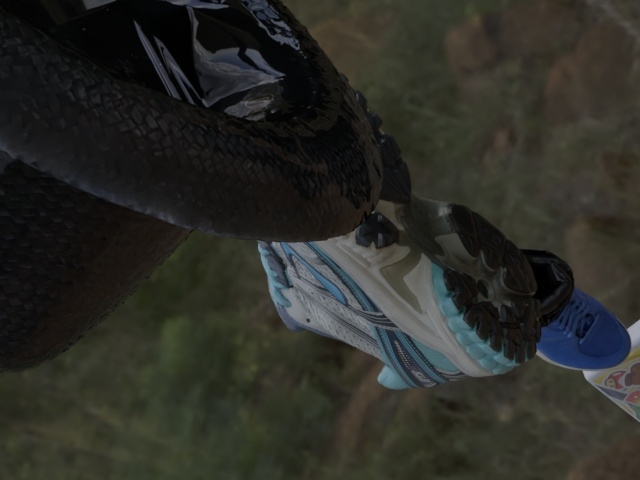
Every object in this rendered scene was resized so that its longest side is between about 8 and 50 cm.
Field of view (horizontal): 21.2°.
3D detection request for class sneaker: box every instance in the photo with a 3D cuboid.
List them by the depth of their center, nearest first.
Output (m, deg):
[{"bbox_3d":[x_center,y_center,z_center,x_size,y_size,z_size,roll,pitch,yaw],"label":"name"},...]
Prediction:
[{"bbox_3d":[0.000,0.000,0.997,0.122,0.283,0.110,-28,30,35],"label":"sneaker"},{"bbox_3d":[0.170,0.051,1.229,0.058,0.152,0.084,-60,12,-9],"label":"sneaker"}]

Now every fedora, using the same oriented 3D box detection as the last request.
[{"bbox_3d":[-0.137,-0.061,0.663,0.152,0.334,0.334,-56,15,17],"label":"fedora"}]

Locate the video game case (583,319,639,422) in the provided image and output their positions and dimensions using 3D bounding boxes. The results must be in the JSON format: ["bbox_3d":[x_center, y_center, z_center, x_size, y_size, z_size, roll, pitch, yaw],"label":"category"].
[{"bbox_3d":[0.380,0.101,1.510,0.227,0.206,0.026,-40,33,21],"label":"video game case"}]
